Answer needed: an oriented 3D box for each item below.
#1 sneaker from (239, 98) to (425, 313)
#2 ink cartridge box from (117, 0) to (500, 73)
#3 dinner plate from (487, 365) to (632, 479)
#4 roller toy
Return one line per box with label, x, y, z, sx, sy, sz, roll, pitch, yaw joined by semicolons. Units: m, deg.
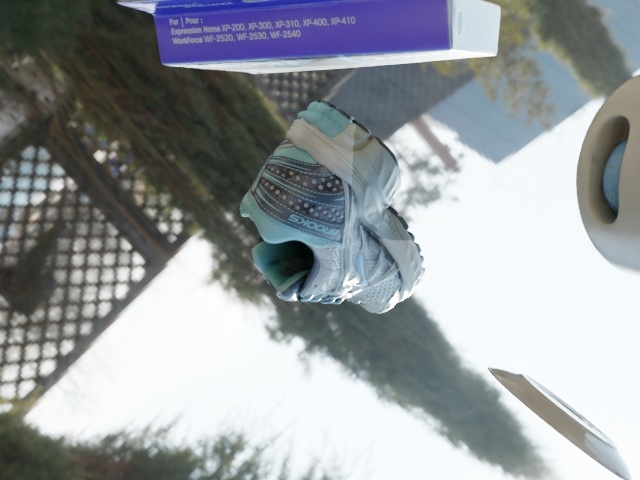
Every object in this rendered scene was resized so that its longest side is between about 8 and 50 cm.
sneaker;0.000;0.000;0.867;0.122;0.110;0.283;-45;152;-10
ink cartridge box;0.002;-0.142;0.720;0.206;0.045;0.208;0;-174;21
dinner plate;0.192;0.140;0.838;0.017;0.141;0.141;-54;-171;4
roller toy;0.324;-0.053;0.897;0.209;0.191;0.146;-43;-156;-14
